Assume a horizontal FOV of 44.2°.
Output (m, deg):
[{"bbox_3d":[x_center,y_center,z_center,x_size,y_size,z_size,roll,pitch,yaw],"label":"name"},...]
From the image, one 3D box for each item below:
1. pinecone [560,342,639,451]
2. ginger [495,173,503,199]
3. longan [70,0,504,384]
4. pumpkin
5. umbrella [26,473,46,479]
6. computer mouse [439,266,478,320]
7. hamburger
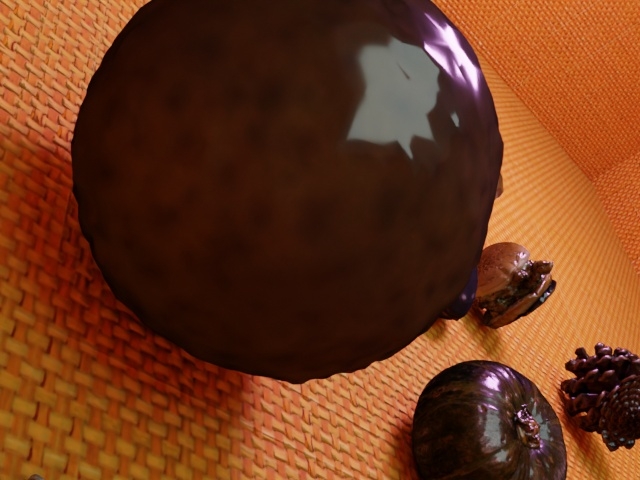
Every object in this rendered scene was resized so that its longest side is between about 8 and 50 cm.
[{"bbox_3d":[0.571,0.298,1.573,0.168,0.186,0.212,27,10,-6],"label":"pinecone"},{"bbox_3d":[0.327,-0.144,1.756,0.109,0.117,0.263,22,13,32],"label":"ginger"},{"bbox_3d":[-0.026,-0.064,0.735,0.391,0.391,0.391,41,29,-29],"label":"longan"},{"bbox_3d":[0.213,0.260,1.006,0.223,0.157,0.224,21,51,-29],"label":"pumpkin"},{"bbox_3d":[-0.137,0.229,0.555,0.188,0.046,0.050,43,24,-15],"label":"umbrella"},{"bbox_3d":[0.179,-0.018,1.330,0.183,0.116,0.323,26,38,-55],"label":"computer mouse"},{"bbox_3d":[0.346,0.073,1.449,0.131,0.184,0.159,56,40,-7],"label":"hamburger"}]
